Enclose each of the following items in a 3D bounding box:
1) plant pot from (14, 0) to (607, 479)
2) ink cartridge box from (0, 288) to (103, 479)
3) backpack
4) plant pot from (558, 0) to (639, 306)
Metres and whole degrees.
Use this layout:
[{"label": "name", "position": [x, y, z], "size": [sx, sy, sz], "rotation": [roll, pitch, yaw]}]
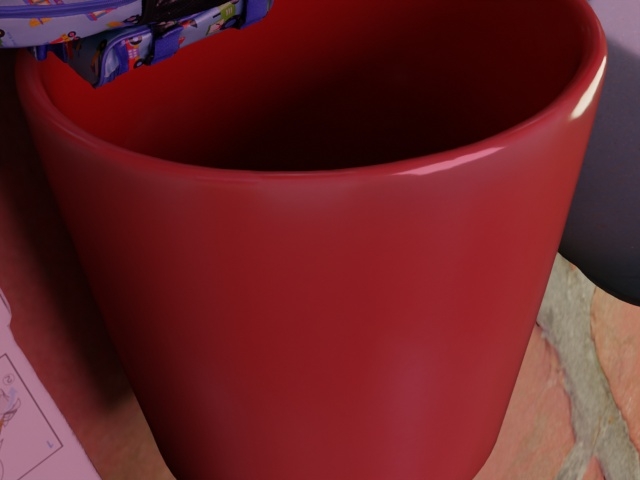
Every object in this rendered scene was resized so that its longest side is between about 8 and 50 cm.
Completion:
[{"label": "plant pot", "position": [0.000, 0.000, 0.729], "size": [0.275, 0.275, 0.243], "rotation": [-36, 136, -39]}, {"label": "ink cartridge box", "position": [-0.249, 0.102, 0.536], "size": [0.296, 0.066, 0.261], "rotation": [-37, 132, -20]}, {"label": "backpack", "position": [-0.121, -0.140, 0.614], "size": [0.173, 0.158, 0.117], "rotation": [-29, 141, -27]}, {"label": "plant pot", "position": [0.183, -0.125, 0.914], "size": [0.255, 0.272, 0.271], "rotation": [27, 79, -36]}]
